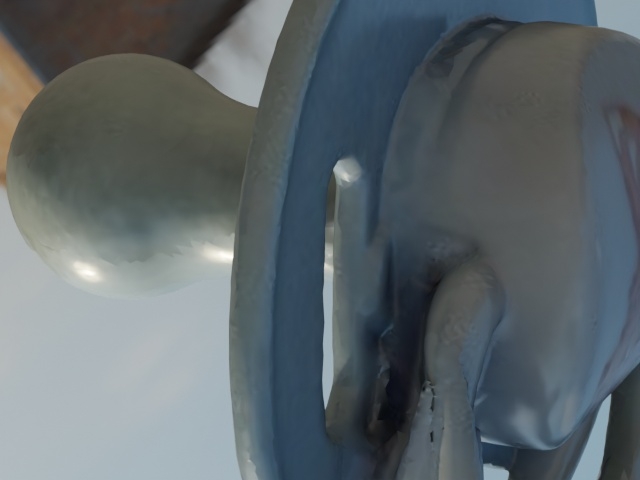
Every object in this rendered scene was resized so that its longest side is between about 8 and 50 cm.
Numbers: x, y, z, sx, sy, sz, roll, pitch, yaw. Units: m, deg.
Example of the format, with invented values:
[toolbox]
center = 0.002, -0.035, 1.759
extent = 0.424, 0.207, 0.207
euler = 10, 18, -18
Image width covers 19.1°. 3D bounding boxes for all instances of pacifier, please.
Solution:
[pacifier]
center = 0.000, 0.000, 0.633
extent = 0.233, 0.244, 0.299
euler = 12, -162, 23
